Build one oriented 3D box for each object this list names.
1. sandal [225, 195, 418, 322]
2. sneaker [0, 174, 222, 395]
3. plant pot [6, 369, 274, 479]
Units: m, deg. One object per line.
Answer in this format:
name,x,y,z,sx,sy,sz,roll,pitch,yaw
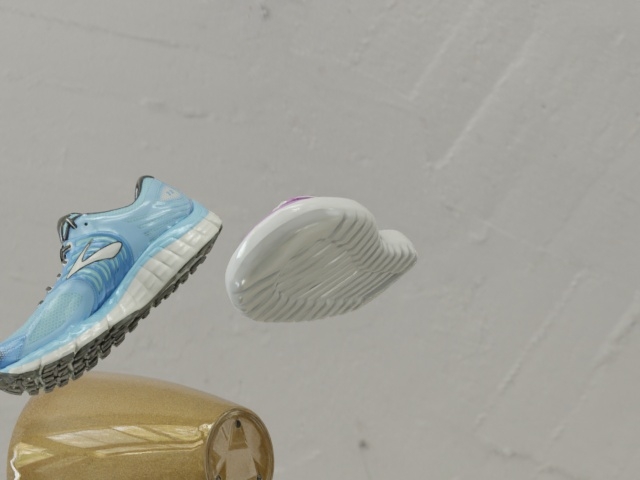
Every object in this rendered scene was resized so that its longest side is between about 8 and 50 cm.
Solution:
sandal,-0.012,0.010,1.271,0.169,0.416,0.102,-39,-108,8
sneaker,-0.133,0.023,0.672,0.073,0.063,0.162,44,-120,5
plant pot,-0.185,0.256,1.350,0.254,0.237,0.237,-11,-61,35
